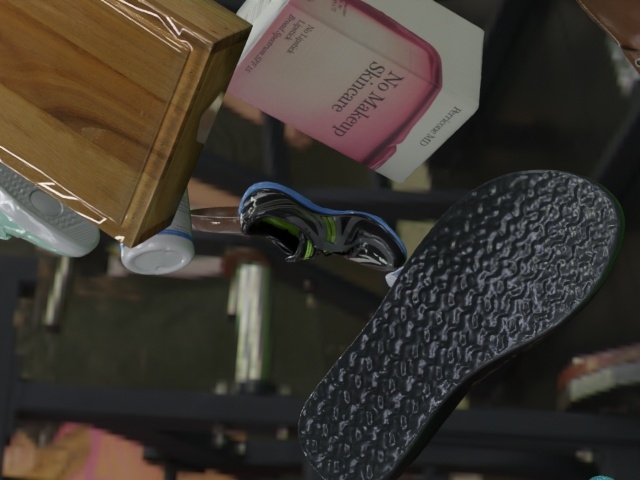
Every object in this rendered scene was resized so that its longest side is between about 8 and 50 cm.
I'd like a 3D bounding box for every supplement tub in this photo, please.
[{"bbox_3d":[-0.159,-0.028,1.410,0.071,0.071,0.107,122,144,-59],"label":"supplement tub"}]

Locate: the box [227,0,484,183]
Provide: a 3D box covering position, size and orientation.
[{"bbox_3d":[0.034,-0.188,1.536,0.148,0.232,0.127,-45,26,42],"label":"box"}]

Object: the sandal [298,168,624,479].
[{"bbox_3d":[0.145,0.088,1.558,0.446,0.107,0.167,-47,69,24],"label":"sandal"}]

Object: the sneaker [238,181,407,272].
[{"bbox_3d":[0.000,0.000,1.582,0.067,0.188,0.078,110,179,-48],"label":"sneaker"}]

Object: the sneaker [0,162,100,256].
[{"bbox_3d":[-0.369,-0.025,1.600,0.151,0.256,0.094,-59,3,32],"label":"sneaker"}]

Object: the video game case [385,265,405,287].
[{"bbox_3d":[0.217,0.038,2.107,0.183,0.201,0.023,32,146,64],"label":"video game case"}]

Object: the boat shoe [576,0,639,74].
[{"bbox_3d":[0.383,-0.216,1.579,0.111,0.307,0.104,-28,44,52],"label":"boat shoe"}]

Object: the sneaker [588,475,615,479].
[{"bbox_3d":[0.301,0.380,1.882,0.107,0.110,0.275,48,147,8],"label":"sneaker"}]

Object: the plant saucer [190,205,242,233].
[{"bbox_3d":[-0.116,-0.030,2.186,0.168,0.168,0.029,-151,60,-74],"label":"plant saucer"}]

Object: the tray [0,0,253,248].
[{"bbox_3d":[-0.275,-0.189,1.242,0.076,0.411,0.203,-39,-22,-58],"label":"tray"}]
